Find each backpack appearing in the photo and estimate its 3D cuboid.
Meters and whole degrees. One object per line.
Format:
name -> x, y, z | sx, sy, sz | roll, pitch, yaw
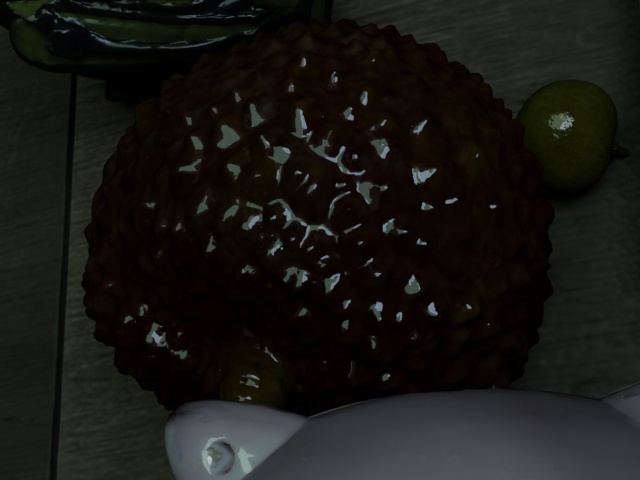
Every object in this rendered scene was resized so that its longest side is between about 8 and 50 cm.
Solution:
backpack -> -0.113, -0.179, 0.802 | 0.253, 0.207, 0.140 | 2, 85, 16

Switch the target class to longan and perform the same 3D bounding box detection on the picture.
longan -> 0.167, -0.067, 0.713 | 0.083, 0.075, 0.075 | 19, 73, -14

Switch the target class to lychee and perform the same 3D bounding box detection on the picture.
lychee -> 0.000, 0.000, 0.638 | 0.276, 0.275, 0.304 | -2, 34, 22

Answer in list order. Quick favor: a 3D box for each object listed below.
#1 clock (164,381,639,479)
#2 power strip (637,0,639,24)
clock -> 0.067, 0.246, 0.428 | 0.368, 0.250, 0.376 | -4, 83, 3
power strip -> 0.232, -0.117, 0.688 | 0.066, 0.092, 0.387 | -8, 66, 21
